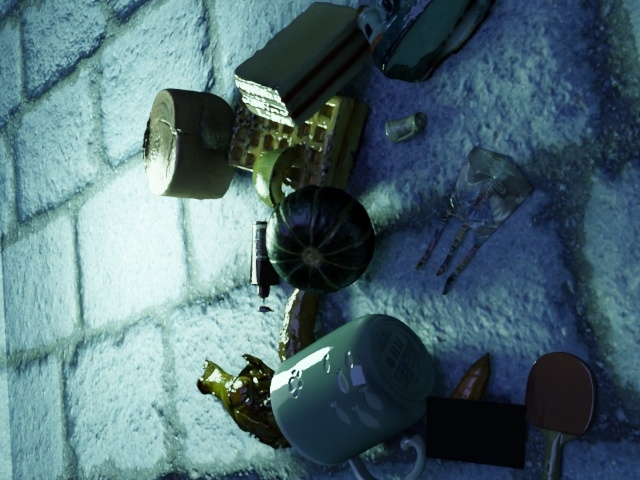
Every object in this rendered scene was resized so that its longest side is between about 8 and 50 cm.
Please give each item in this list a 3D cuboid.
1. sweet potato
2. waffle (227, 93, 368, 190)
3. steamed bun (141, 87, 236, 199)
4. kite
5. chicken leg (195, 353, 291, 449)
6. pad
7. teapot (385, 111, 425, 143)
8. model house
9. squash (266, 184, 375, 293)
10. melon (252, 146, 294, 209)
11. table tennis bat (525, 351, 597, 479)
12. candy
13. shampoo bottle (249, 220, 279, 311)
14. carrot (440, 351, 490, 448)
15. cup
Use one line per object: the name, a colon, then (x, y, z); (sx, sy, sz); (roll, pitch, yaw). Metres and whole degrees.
sweet potato: (-0.050, 0.251, 1.836); (0.114, 0.092, 0.341); (-2, 85, 27)
waffle: (-0.069, -0.257, 1.891); (0.376, 0.114, 0.261); (23, 105, 42)
steamed bun: (-0.332, -0.263, 2.031); (0.199, 0.252, 0.301); (-6, 82, 58)
kite: (0.300, -0.045, 1.580); (0.169, 0.015, 0.310); (50, 117, 35)
chicken leg: (-0.202, 0.379, 1.938); (0.361, 0.140, 0.211); (27, 113, 38)
pad: (0.301, 0.372, 1.472); (0.190, 0.004, 0.127); (3, 97, 16)
teapot: (0.191, -0.249, 1.674); (0.083, 0.057, 0.067); (-21, 45, 34)
model house: (0.188, -0.517, 1.627); (0.253, 0.184, 0.291); (-51, 50, 34)
squash: (0.000, 0.000, 1.718); (0.252, 0.165, 0.252); (5, 118, 10)
melon: (-0.127, -0.150, 1.811); (0.128, 0.079, 0.160); (14, 100, 42)
table tennis bat: (0.440, 0.331, 1.407); (0.138, 0.022, 0.246); (7, 89, 45)
candy: (-0.032, -0.407, 1.744); (0.179, 0.135, 0.320); (20, 58, 40)
shampoo bottle: (-0.145, 0.068, 1.965); (0.068, 0.067, 0.236); (-5, 83, 54)
carrot: (0.297, 0.317, 1.518); (0.072, 0.072, 0.205); (32, 103, 41)
cup: (0.103, 0.347, 1.579); (0.274, 0.259, 0.356); (-38, 75, 35)
